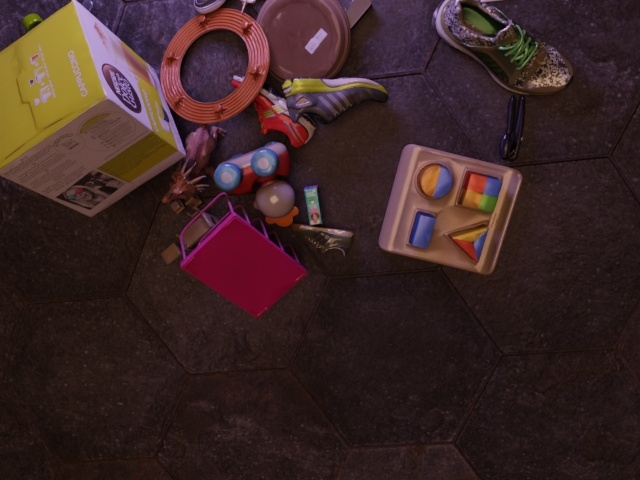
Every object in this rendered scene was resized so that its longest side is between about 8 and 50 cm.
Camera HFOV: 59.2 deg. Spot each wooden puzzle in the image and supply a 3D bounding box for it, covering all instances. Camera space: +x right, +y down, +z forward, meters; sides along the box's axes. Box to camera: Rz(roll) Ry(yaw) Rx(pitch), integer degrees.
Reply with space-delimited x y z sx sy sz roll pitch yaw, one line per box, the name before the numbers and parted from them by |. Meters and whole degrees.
wooden puzzle | 0.370 -0.083 1.616 0.348 0.080 0.322 14 102 2

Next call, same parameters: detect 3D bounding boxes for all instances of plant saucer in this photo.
plant saucer | -0.055 -0.556 1.545 0.278 0.041 0.277 5 113 13

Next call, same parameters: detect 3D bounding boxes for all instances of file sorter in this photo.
file sorter | -0.223 0.034 1.583 0.202 0.182 0.291 -42 125 10

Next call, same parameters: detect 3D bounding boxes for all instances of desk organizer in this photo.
desk organizer | 0.085 -0.615 1.550 0.047 0.050 0.130 41 102 -4

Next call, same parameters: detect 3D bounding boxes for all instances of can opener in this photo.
can opener | 0.542 -0.312 1.569 0.059 0.073 0.186 13 93 10

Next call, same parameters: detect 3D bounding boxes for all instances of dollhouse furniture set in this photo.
dollhouse furniture set | -0.408 -0.040 1.706 0.182 0.101 0.161 -39 71 11

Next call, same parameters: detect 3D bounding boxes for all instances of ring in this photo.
ring | -0.300 -0.486 1.553 0.337 0.032 0.336 -3 80 19

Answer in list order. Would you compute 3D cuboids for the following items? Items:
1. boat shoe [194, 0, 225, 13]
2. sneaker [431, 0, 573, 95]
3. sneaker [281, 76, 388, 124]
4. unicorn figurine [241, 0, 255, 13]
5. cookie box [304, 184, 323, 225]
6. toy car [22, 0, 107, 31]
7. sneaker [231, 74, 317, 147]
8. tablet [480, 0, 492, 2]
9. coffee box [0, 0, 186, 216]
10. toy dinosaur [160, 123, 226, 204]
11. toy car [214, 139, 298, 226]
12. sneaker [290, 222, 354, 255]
boat shoe | -0.265 -0.719 1.535 0.229 0.076 0.080 -35 70 9
sneaker | 0.483 -0.509 1.469 0.410 0.182 0.158 29 102 -1
sneaker | 0.042 -0.381 1.548 0.300 0.111 0.121 -4 99 -11
unicorn figurine | -0.166 -0.709 1.534 0.111 0.060 0.161 -5 122 -9
cookie box | -0.019 -0.104 1.640 0.040 0.092 0.107 -9 101 4
toy car | -0.698 -0.590 1.587 0.188 0.149 0.155 -38 85 0
sneaker | -0.147 -0.364 1.596 0.279 0.107 0.118 37 109 -2
tablet | 0.476 -0.679 1.526 0.083 0.006 0.054 -5 101 5
coffee box | -0.618 -0.327 1.466 0.338 0.334 0.337 -30 66 10
toy dinosaur | -0.350 -0.240 1.586 0.127 0.200 0.295 11 101 3
toy car | -0.160 -0.138 1.586 0.210 0.219 0.237 -19 104 9
sneaker | 0.000 0.000 1.672 0.192 0.064 0.086 8 97 0
